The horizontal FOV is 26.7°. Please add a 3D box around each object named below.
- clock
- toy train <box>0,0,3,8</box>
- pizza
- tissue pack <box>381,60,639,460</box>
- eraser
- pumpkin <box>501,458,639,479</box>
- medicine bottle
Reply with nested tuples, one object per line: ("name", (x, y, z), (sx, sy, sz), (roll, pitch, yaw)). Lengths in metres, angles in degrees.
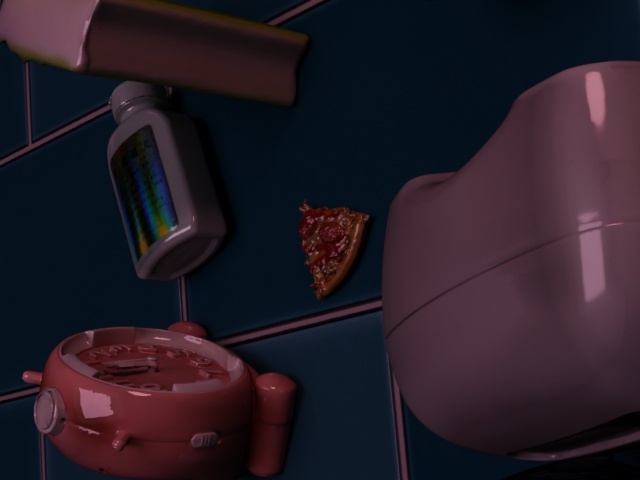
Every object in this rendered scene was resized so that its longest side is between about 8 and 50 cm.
("clock", (-0.183, 0.180, 1.400), (0.227, 0.241, 0.142), (23, 106, 47))
("toy train", (-0.344, -0.311, 1.778), (0.234, 0.051, 0.052), (-1, 85, 45))
("pizza", (0.005, 0.013, 1.360), (0.100, 0.029, 0.099), (14, 97, 49))
("tissue pack", (0.189, 0.037, 0.960), (0.333, 0.229, 0.236), (141, 128, -61))
("eraser", (-0.178, -0.211, 1.407), (0.210, 0.274, 0.092), (23, 105, 48))
("pumpkin", (0.176, 0.332, 0.889), (0.266, 0.363, 0.363), (10, 94, 32))
("medicine bottle", (-0.185, -0.078, 1.545), (0.121, 0.083, 0.229), (-39, 59, 38))
